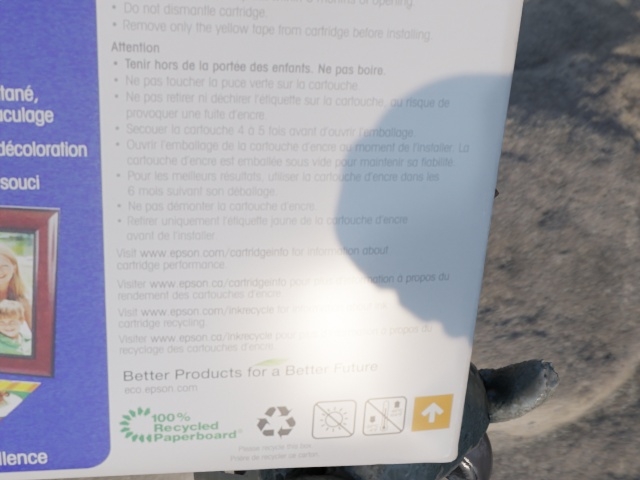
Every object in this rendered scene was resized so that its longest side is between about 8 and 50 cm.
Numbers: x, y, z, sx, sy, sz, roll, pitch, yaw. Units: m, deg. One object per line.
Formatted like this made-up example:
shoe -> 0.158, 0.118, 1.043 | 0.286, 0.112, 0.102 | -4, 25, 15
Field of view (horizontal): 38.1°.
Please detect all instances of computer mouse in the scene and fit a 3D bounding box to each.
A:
computer mouse -> 0.132, 0.259, 1.261 | 0.262, 0.060, 0.184 | 45, 45, 0

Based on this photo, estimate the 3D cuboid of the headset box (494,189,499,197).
headset box -> 0.000, 0.000, 0.946 | 0.293, 0.218, 0.110 | -33, 93, -22

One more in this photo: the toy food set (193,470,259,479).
toy food set -> -0.007, 0.367, 1.267 | 0.306, 0.219, 0.092 | 38, 62, -24

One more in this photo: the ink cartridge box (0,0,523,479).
ink cartridge box -> -0.080, -0.050, 0.347 | 0.303, 0.072, 0.307 | 0, 111, -9

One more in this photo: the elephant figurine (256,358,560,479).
elephant figurine -> -0.032, 0.051, 0.521 | 0.186, 0.169, 0.239 | -32, 86, -39
